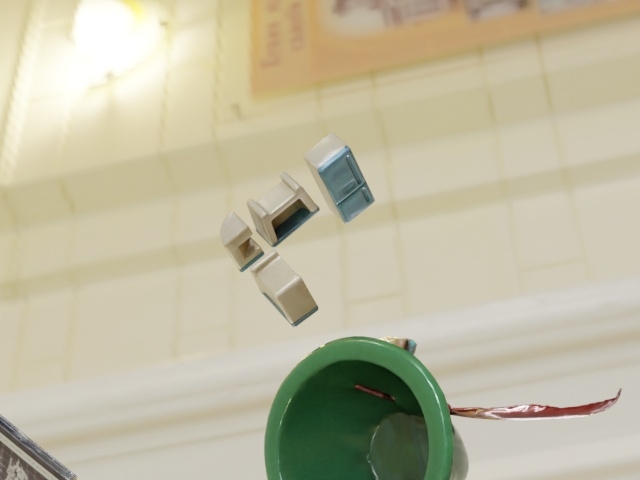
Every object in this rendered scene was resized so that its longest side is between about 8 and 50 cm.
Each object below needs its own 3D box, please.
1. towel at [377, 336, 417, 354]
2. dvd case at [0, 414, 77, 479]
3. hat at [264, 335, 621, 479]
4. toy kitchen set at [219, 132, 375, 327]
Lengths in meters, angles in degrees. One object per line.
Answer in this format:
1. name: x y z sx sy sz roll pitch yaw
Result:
1. towel: 0.088 0.260 2.017 0.370 0.040 0.271 114 161 -85
2. dvd case: -0.366 0.328 1.895 0.018 0.164 0.221 -27 -41 -43
3. hat: 0.089 0.172 1.237 0.183 0.208 0.173 13 -90 -50
4. toy kitchen set: 0.000 0.000 1.985 0.166 0.207 0.122 44 169 39
